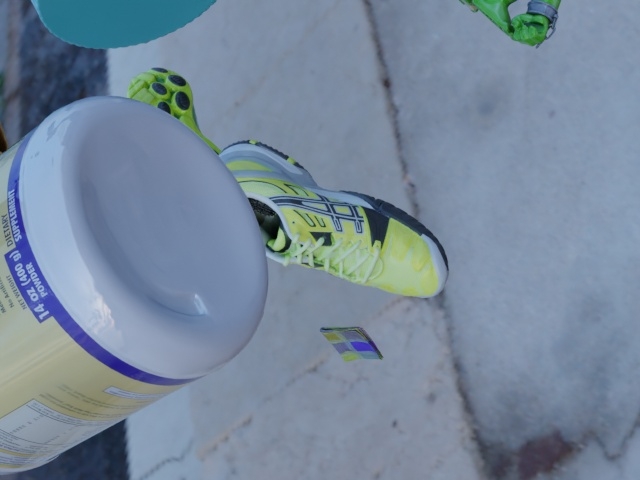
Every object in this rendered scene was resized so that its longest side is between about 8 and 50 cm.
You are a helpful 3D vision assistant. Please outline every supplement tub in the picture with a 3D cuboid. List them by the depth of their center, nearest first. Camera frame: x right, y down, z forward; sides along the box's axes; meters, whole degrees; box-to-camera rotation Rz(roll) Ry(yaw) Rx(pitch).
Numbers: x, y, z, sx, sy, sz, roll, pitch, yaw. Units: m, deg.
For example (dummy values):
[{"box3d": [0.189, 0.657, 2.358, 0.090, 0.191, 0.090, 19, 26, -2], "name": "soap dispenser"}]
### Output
[{"box3d": [-0.234, 0.054, 1.096, 0.331, 0.241, 0.241, -31, 48, 31], "name": "supplement tub"}]

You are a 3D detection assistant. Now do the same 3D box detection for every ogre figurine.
[{"box3d": [0.205, -0.291, 1.405, 0.118, 0.097, 0.197, -48, 25, 8], "name": "ogre figurine"}]

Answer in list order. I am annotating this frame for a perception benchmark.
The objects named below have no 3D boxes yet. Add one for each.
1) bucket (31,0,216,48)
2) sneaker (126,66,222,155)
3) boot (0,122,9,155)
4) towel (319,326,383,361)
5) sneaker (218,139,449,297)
[{"box3d": [-0.229, -0.360, 1.477, 0.281, 0.281, 0.183, -39, 63, 33], "name": "bucket"}, {"box3d": [-0.230, -0.152, 2.110, 0.295, 0.109, 0.123, 60, 156, 23], "name": "sneaker"}, {"box3d": [-0.496, -0.073, 1.766, 0.211, 0.295, 0.104, -20, 14, 27], "name": "boot"}, {"box3d": [0.039, 0.132, 1.666, 0.060, 0.083, 0.009, -4, 55, 26], "name": "towel"}, {"box3d": [0.000, 0.000, 1.913, 0.147, 0.384, 0.145, -62, -6, -50], "name": "sneaker"}]
